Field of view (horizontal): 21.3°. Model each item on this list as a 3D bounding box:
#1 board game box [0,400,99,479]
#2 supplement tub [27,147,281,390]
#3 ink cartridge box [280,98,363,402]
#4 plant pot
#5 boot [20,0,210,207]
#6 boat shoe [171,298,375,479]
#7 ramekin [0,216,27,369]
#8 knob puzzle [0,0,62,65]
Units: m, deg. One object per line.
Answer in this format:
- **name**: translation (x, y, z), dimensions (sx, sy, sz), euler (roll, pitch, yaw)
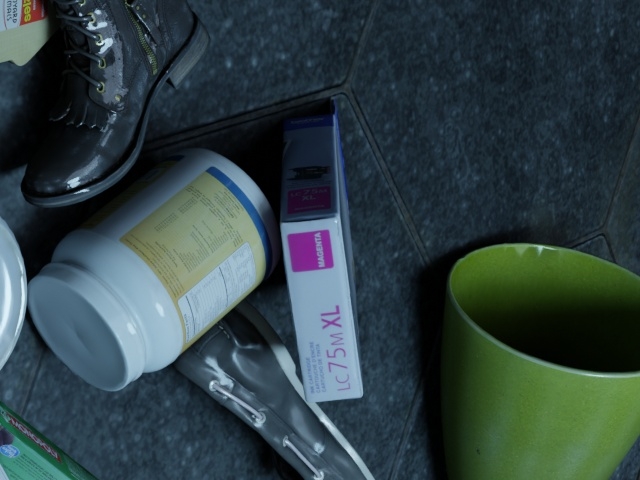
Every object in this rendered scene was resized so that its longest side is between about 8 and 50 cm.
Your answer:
- **board game box**: translation (-0.268, 0.272, 1.427), dimensions (0.213, 0.046, 0.317), euler (-36, 137, 2)
- **supplement tub**: translation (-0.146, 0.025, 1.505), dimensions (0.200, 0.144, 0.144), euler (-41, 129, -33)
- **ink cartridge box**: translation (0.000, 0.000, 1.640), dimensions (0.311, 0.065, 0.186), euler (-86, 170, -65)
- **plant pot**: translation (0.249, 0.197, 1.951), dimensions (0.275, 0.275, 0.293), euler (-20, 131, -45)
- **boot**: translation (-0.203, -0.184, 1.407), dimensions (0.263, 0.091, 0.229), euler (-58, 144, -29)
- **boat shoe**: translation (-0.043, 0.190, 1.715), dimensions (0.095, 0.112, 0.335), euler (-41, 125, -12)
- **ramekin**: translation (-0.326, 0.044, 1.330), dimensions (0.207, 0.109, 0.207), euler (-18, 114, -45)
- **knob puzzle**: translation (-0.252, -0.237, 1.391), dimensions (0.213, 0.030, 0.213), euler (-36, 135, -45)
